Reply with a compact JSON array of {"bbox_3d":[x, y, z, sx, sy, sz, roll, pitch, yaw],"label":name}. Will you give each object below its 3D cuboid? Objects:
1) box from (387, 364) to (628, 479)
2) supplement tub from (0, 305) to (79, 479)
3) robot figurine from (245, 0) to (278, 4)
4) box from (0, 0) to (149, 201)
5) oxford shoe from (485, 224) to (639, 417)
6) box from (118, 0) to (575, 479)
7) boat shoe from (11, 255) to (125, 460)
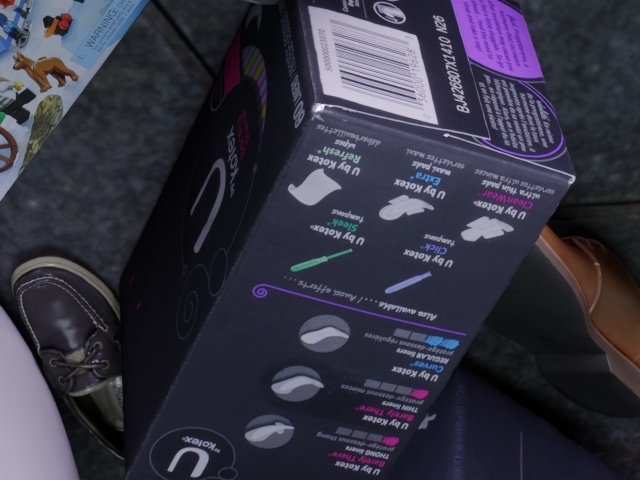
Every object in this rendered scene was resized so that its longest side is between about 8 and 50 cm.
[{"bbox_3d":[0.159,0.413,1.135,0.472,0.480,0.297,37,119,-17],"label":"box"},{"bbox_3d":[-0.324,0.170,1.088,0.331,0.241,0.241,-20,130,11],"label":"supplement tub"},{"bbox_3d":[-0.043,-0.235,0.854,0.211,0.085,0.291,-37,118,9],"label":"robot figurine"},{"bbox_3d":[-0.177,-0.135,0.973,0.159,0.044,0.233,25,123,-25],"label":"box"},{"bbox_3d":[0.139,0.023,1.124,0.076,0.076,0.212,4,152,35],"label":"oxford shoe"},{"bbox_3d":[0.000,0.000,1.028,0.143,0.165,0.270,15,127,-18],"label":"box"},{"bbox_3d":[-0.136,0.072,1.150,0.056,0.049,0.152,-22,130,11],"label":"boat shoe"}]
